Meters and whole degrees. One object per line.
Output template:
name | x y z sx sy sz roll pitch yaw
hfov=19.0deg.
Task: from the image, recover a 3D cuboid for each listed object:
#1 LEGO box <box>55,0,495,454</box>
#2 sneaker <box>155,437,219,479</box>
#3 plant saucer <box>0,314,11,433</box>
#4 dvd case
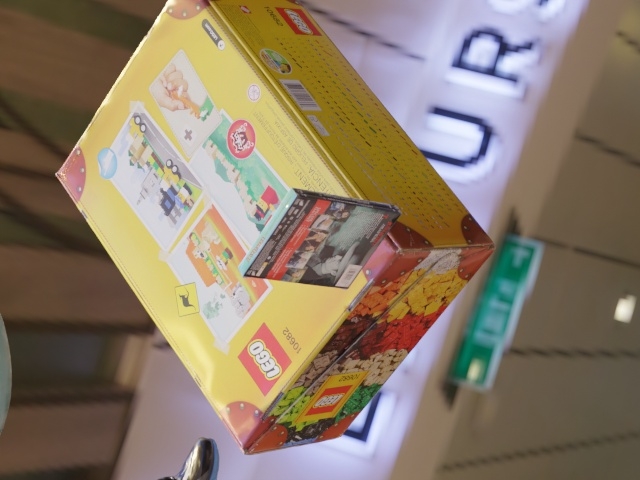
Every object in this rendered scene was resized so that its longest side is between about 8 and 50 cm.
LEGO box | -0.073 -0.040 2.448 0.193 0.500 0.372 -4 -40 -48
sneaker | -0.175 0.280 2.003 0.188 0.078 0.067 -49 9 -6
plant saucer | -0.423 0.093 1.714 0.044 0.318 0.317 -38 -41 -59
dvd case | 0.000 0.000 1.538 0.119 0.013 0.087 9 -55 -42
